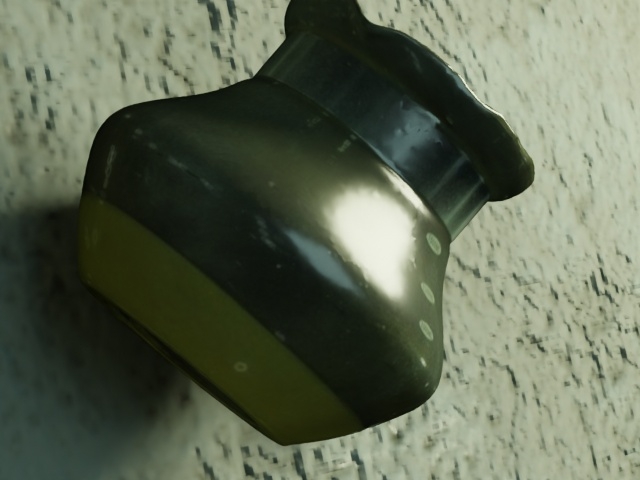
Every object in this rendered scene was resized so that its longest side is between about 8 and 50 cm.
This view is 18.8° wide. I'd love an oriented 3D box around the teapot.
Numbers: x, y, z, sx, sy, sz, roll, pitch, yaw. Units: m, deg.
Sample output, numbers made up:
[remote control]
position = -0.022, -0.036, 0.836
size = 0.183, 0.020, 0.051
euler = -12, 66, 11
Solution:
[teapot]
position = 0.000, 0.000, 0.609
size = 0.119, 0.130, 0.165
euler = -50, 151, -9
